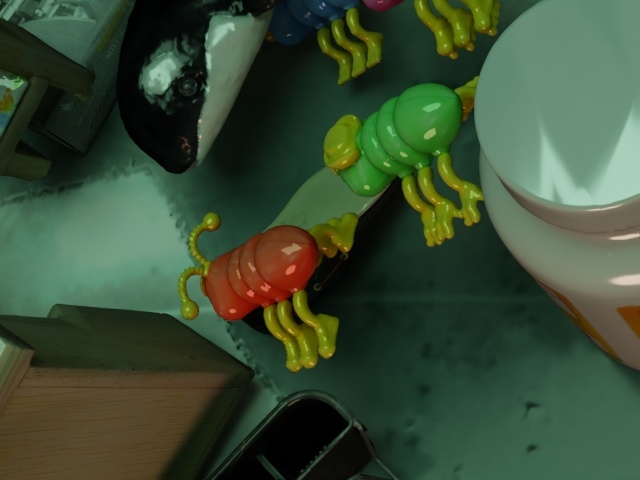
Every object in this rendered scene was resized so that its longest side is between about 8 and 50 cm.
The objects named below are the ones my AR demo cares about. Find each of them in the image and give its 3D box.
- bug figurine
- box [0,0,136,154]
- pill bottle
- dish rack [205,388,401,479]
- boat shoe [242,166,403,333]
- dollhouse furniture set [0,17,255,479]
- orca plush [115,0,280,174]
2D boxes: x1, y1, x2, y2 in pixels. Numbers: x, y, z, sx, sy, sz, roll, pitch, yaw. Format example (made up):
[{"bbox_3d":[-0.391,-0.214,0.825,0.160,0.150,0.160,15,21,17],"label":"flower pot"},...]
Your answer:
[{"bbox_3d":[0.013,-0.080,0.866,0.216,0.072,0.279,-30,42,47],"label":"bug figurine"},{"bbox_3d":[-0.179,-0.194,1.055,0.183,0.056,0.231,27,85,28],"label":"box"},{"bbox_3d":[0.154,-0.025,0.756,0.136,0.245,0.136,-7,71,20],"label":"pill bottle"},{"bbox_3d":[0.022,0.237,0.823,0.208,0.074,0.271,-48,63,3],"label":"dish rack"},{"bbox_3d":[-0.001,-0.001,0.929,0.133,0.042,0.049,-44,43,1],"label":"boat shoe"},{"bbox_3d":[-0.276,0.037,0.876,0.394,0.256,0.362,32,97,22],"label":"dollhouse furniture set"},{"bbox_3d":[-0.068,-0.186,0.943,0.287,0.102,0.151,-65,19,-7],"label":"orca plush"}]
